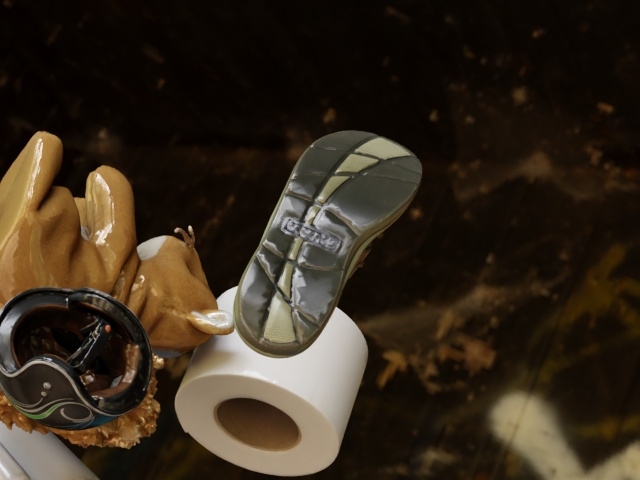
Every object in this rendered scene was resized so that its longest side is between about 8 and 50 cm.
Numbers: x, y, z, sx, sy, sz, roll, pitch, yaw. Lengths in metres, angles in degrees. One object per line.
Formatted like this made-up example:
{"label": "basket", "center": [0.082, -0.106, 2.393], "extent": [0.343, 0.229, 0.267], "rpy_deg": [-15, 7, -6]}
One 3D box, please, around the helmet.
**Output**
{"label": "helmet", "center": [-0.290, 0.135, 1.642], "extent": [0.161, 0.169, 0.169], "rpy_deg": [-3, -39, 39]}

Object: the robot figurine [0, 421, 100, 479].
{"label": "robot figurine", "center": [-0.411, 0.371, 2.000], "extent": [0.353, 0.200, 0.300], "rpy_deg": [37, -21, 29]}

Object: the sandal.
{"label": "sandal", "center": [-0.002, 0.000, 1.469], "extent": [0.120, 0.303, 0.086], "rpy_deg": [30, -31, 8]}

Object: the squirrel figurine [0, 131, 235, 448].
{"label": "squirrel figurine", "center": [-0.305, 0.105, 1.889], "extent": [0.370, 0.397, 0.281], "rpy_deg": [28, -42, -35]}

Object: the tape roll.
{"label": "tape roll", "center": [-0.068, 0.201, 2.072], "extent": [0.246, 0.169, 0.246], "rpy_deg": [13, -39, 10]}
